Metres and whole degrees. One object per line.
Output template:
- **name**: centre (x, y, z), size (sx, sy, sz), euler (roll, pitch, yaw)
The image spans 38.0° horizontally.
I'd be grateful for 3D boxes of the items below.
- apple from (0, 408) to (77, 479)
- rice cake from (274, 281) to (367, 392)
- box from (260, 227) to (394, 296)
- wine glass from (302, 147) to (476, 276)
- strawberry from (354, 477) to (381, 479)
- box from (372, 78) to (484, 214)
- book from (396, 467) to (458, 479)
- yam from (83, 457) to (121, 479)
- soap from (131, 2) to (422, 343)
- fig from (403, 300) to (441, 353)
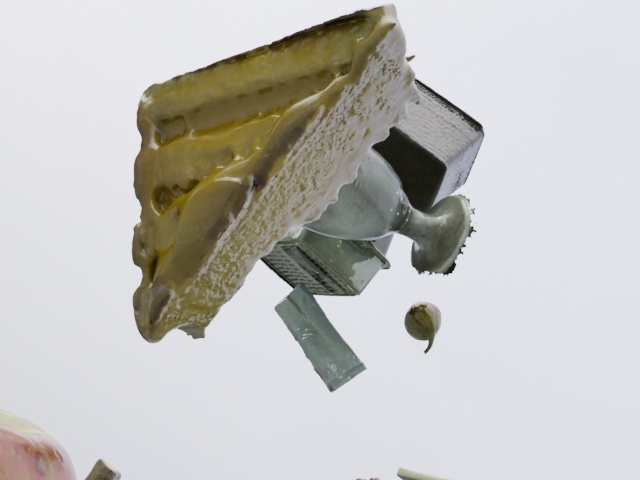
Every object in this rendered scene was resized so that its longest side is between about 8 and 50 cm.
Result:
- **apple**: centre (-0.505, 0.366, 1.251), size (0.339, 0.339, 0.339), euler (29, -34, 21)
- **rice cake**: centre (-0.005, 0.182, 1.773), size (0.226, 0.085, 0.040), euler (53, -13, 27)
- **box**: centre (0.000, 0.000, 1.901), size (0.220, 0.166, 0.290), euler (42, -22, -23)
- **wine glass**: centre (0.088, -0.069, 1.661), size (0.357, 0.190, 0.190), euler (26, -26, -21)
- **strawberry**: centre (0.087, 0.477, 1.401), size (0.261, 0.261, 0.257), euler (46, 2, -6)
- **box**: centre (0.169, -0.207, 1.874), size (0.273, 0.143, 0.184), euler (39, -33, 18)
- **book**: centre (0.394, 0.626, 2.188), size (0.379, 0.031, 0.264), euler (1, -32, 44)
- **yam**: centre (-0.582, 0.668, 2.143), size (0.081, 0.357, 0.081), euler (34, -8, 5)
- **soap**: centre (-0.037, -0.056, 1.002), size (0.338, 0.304, 0.169), euler (-13, -19, 30)
- **fig**: centre (0.213, 0.171, 1.883), size (0.082, 0.084, 0.098), euler (29, 19, -40)
